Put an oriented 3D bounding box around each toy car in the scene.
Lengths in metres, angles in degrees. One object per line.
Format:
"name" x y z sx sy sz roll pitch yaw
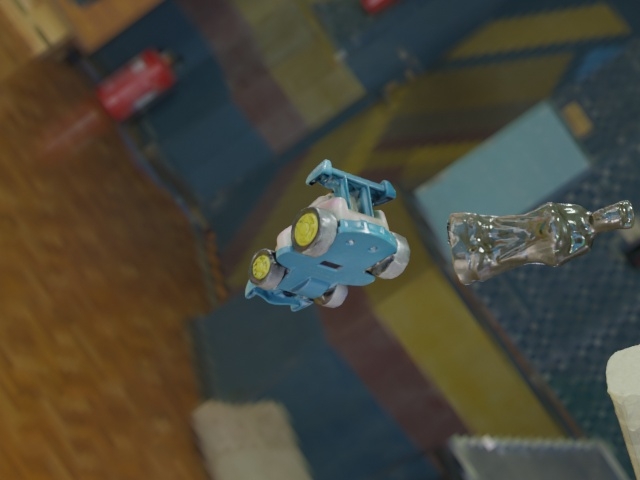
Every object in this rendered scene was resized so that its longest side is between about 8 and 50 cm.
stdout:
"toy car" 0.000 0.000 1.958 0.126 0.161 0.098 18 55 -37

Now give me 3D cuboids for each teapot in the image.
"teapot" 0.338 0.207 1.925 0.107 0.077 0.200 -84 157 -52

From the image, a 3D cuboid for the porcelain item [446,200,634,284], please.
"porcelain item" 0.258 -0.005 2.290 0.069 0.216 0.081 55 28 -58
